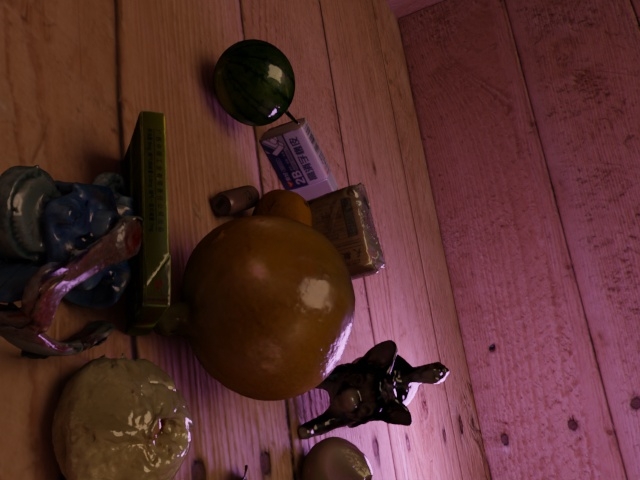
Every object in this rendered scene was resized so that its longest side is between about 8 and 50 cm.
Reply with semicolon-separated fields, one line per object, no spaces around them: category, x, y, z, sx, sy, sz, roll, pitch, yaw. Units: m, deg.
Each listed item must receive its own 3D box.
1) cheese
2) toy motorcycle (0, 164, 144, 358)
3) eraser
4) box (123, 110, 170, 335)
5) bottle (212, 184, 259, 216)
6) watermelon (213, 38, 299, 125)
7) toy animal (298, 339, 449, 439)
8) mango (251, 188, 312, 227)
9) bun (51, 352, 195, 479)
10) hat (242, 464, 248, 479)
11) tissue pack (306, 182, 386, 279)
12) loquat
cheese;0.021;0.543;1.385;0.163;0.082;0.286;36;31;-5
toy motorcycle;-0.346;0.024;0.857;0.182;0.241;0.319;31;7;7
eraser;-0.052;-0.200;1.698;0.210;0.124;0.068;62;24;-28
box;-0.273;-0.023;1.023;0.043;0.173;0.311;3;67;-24
bottle;-0.180;-0.086;1.415;0.140;0.053;0.053;-31;104;-68
watermelon;-0.141;-0.353;1.499;0.214;0.188;0.188;28;49;-42
toy animal;0.130;0.344;1.542;0.344;0.302;0.194;10;63;-66
mango;-0.082;-0.015;1.382;0.109;0.157;0.262;44;13;-35
bun;-0.258;0.259;0.897;0.220;0.134;0.221;47;35;-50
hat;-0.135;0.484;1.148;0.147;0.085;0.175;58;2;-10
tissue pack;0.000;0.000;1.516;0.123;0.256;0.215;-1;76;-64
loquat;-0.115;0.112;1.139;0.359;0.328;0.329;-4;77;-31
